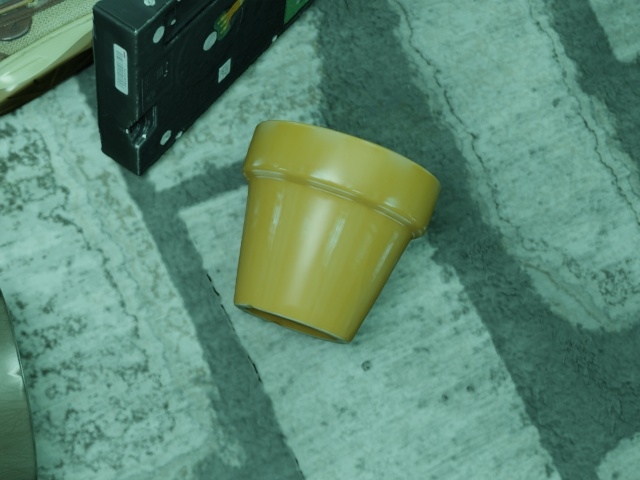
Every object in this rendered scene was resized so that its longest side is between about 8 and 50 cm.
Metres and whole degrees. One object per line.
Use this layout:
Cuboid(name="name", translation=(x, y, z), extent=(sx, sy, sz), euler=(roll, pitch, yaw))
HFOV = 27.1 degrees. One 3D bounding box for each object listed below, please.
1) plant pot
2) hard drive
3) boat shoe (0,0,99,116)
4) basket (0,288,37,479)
Cuboid(name="plant pot", translation=(0.000, 0.000, 1.375), extent=(0.205, 0.205, 0.188), euler=(21, 82, -17))
Cuboid(name="hard drive", translation=(-0.106, -0.251, 1.375), extent=(0.064, 0.237, 0.339), euler=(34, 61, 14))
Cuboid(name="boat shoe", translation=(-0.245, -0.261, 1.384), extent=(0.342, 0.123, 0.123), euler=(-38, 92, -23))
Cuboid(name="basket", translation=(-0.383, 0.151, 1.166), extent=(0.227, 0.154, 0.204), euler=(-11, 88, -23))
